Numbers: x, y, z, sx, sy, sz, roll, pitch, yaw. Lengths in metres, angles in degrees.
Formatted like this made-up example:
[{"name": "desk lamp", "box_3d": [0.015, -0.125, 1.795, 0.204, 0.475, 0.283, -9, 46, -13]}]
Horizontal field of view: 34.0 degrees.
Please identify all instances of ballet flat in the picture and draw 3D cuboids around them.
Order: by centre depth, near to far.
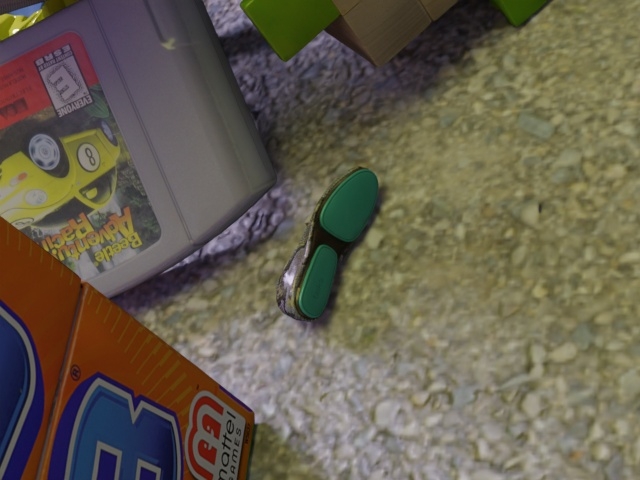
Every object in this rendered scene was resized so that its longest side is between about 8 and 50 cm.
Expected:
[{"name": "ballet flat", "box_3d": [0.000, 0.000, 0.687, 0.041, 0.041, 0.114, 10, 64, 36]}]

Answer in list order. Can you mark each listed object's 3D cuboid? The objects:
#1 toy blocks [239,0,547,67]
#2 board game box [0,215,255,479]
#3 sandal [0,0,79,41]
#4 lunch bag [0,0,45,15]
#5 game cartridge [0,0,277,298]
[{"name": "toy blocks", "box_3d": [0.071, -0.292, 0.774, 0.381, 0.191, 0.261, -42, 35, -1]}, {"name": "board game box", "box_3d": [-0.292, 0.198, 0.515, 0.356, 0.356, 0.357, -11, 54, 26]}, {"name": "sandal", "box_3d": [-0.213, -0.173, 0.902, 0.317, 0.126, 0.138, 8, 34, 41]}, {"name": "lunch bag", "box_3d": [-0.178, -0.248, 0.675, 0.235, 0.169, 0.287, -25, 19, -14]}, {"name": "game cartridge", "box_3d": [-0.188, -0.049, 0.751, 0.294, 0.196, 0.060, -23, 6, 18]}]
